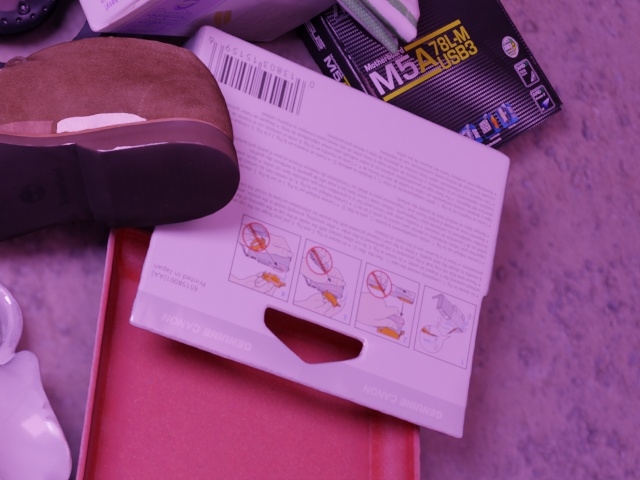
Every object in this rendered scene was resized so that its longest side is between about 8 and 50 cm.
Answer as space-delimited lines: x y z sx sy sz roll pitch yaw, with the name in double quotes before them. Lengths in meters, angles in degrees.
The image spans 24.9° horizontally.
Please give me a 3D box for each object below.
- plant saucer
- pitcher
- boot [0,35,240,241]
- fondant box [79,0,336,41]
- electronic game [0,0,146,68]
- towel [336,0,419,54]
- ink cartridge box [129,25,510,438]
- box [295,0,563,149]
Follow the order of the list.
"plant saucer" -0.050 0.140 1.009 0.258 0.048 0.259 20 52 -23
"pitcher" -0.269 0.082 0.891 0.207 0.125 0.178 15 43 -37
"boot" -0.211 -0.072 0.966 0.305 0.112 0.115 -2 52 -9
"fondant box" -0.129 -0.317 1.084 0.238 0.096 0.330 -10 74 -60
"electronic game" -0.234 -0.191 1.051 0.229 0.048 0.229 8 68 -21
"towel" -0.007 -0.329 1.157 0.248 0.038 0.325 38 36 -37
"ink cartridge box" 0.000 0.000 1.074 0.275 0.060 0.239 21 67 -21
"box" 0.095 -0.150 1.235 0.190 0.045 0.184 -30 91 -36
